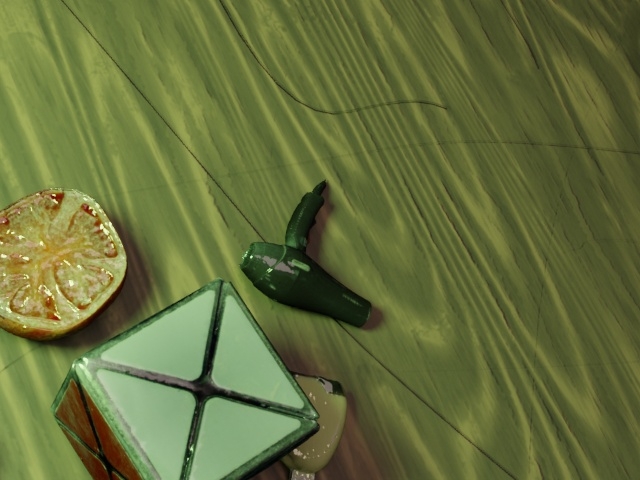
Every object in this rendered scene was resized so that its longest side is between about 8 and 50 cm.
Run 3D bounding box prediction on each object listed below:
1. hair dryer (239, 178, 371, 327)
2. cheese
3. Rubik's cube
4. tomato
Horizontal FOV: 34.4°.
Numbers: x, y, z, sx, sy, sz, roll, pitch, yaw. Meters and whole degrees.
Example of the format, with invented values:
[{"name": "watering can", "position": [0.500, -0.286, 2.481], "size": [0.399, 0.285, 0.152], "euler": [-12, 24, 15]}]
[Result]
[{"name": "hair dryer", "position": [0.000, 0.000, 1.722], "size": [0.235, 0.091, 0.272], "euler": [27, 56, -18]}, {"name": "cheese", "position": [-0.026, 0.328, 1.574], "size": [0.127, 0.054, 0.252], "euler": [13, 64, -15]}, {"name": "Rubik's cube", "position": [-0.190, 0.243, 1.433], "size": [0.260, 0.259, 0.255], "euler": [-31, 81, -28]}, {"name": "tomato", "position": [-0.406, 0.039, 1.538], "size": [0.236, 0.095, 0.237], "euler": [6, 67, -14]}]
